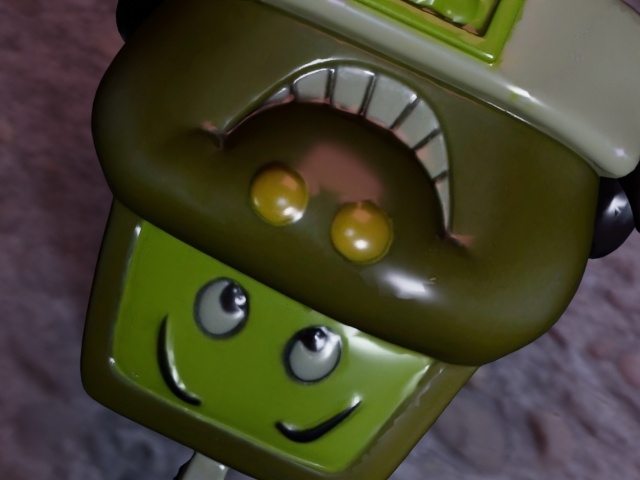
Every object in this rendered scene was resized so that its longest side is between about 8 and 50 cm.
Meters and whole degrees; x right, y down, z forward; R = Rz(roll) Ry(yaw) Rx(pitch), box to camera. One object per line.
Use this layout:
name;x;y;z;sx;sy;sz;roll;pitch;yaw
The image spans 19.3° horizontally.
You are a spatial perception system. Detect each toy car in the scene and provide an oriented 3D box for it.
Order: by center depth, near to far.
toy car;0.000;0.000;0.620;0.204;0.248;0.198;25;83;-1
